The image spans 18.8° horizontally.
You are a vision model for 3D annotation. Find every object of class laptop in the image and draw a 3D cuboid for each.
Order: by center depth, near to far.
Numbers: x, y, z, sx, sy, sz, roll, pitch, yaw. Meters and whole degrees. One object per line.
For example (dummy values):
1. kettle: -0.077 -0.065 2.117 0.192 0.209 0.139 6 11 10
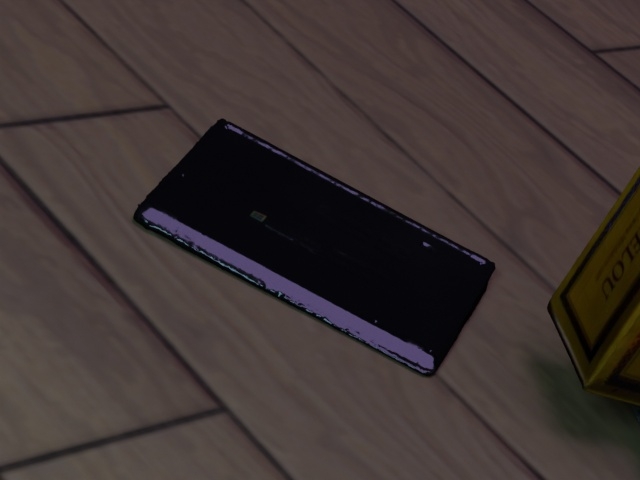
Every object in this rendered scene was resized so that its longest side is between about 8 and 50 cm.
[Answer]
1. laptop: 0.000 0.000 1.129 0.197 0.016 0.135 27 33 7

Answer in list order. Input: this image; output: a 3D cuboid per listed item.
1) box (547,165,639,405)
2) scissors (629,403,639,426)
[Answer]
1. box: 0.307 0.026 1.085 0.301 0.193 0.084 17 32 -24
2. scissors: 0.203 0.142 1.034 0.101 0.027 0.204 17 31 -22
